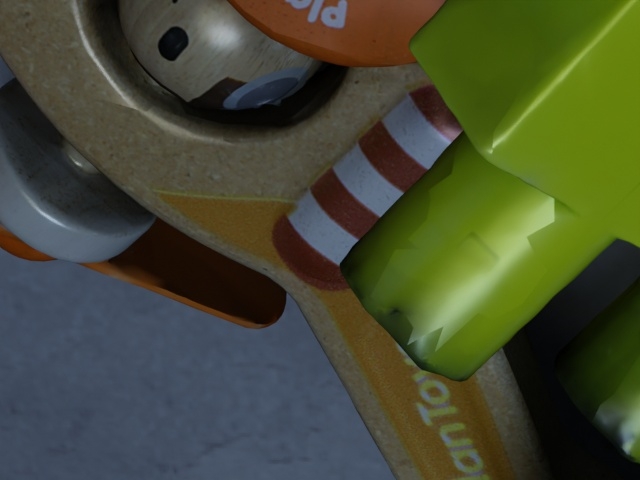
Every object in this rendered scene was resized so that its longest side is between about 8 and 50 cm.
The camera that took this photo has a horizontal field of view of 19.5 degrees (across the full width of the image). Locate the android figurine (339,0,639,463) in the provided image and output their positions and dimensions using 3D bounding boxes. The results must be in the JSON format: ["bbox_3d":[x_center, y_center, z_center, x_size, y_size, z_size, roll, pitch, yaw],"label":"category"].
[{"bbox_3d":[0.133,-0.063,0.418,0.248,0.056,0.273,25,115,-40],"label":"android figurine"}]

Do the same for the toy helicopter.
[{"bbox_3d":[0.000,0.000,0.554,0.235,0.140,0.355,-13,119,23],"label":"toy helicopter"}]
